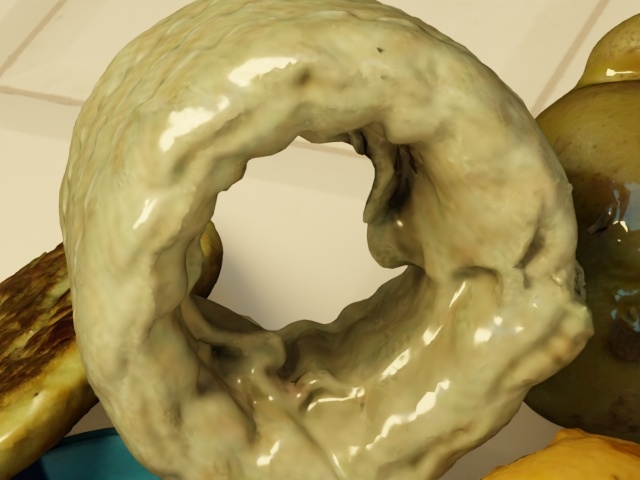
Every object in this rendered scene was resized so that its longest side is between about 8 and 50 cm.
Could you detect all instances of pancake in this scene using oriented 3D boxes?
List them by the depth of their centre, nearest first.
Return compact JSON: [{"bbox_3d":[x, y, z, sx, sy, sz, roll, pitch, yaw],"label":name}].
[{"bbox_3d":[-0.198,0.083,1.334,0.305,0.067,0.427,-32,15,5],"label":"pancake"}]

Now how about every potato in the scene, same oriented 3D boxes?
[{"bbox_3d":[0.226,-0.021,1.286,0.218,0.202,0.351,14,47,23],"label":"potato"}]

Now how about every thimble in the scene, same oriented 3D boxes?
[{"bbox_3d":[0.000,0.000,1.112,0.291,0.291,0.195,-21,23,-2],"label":"thimble"}]

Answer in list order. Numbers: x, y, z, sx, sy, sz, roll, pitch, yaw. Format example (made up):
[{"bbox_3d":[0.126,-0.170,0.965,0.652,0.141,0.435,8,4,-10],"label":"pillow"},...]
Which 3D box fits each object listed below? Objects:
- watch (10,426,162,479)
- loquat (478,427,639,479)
[{"bbox_3d":[-0.103,0.226,1.147,0.305,0.241,0.274,-11,29,8],"label":"watch"},{"bbox_3d":[0.160,0.213,1.047,0.193,0.238,0.238,-21,41,11],"label":"loquat"}]
